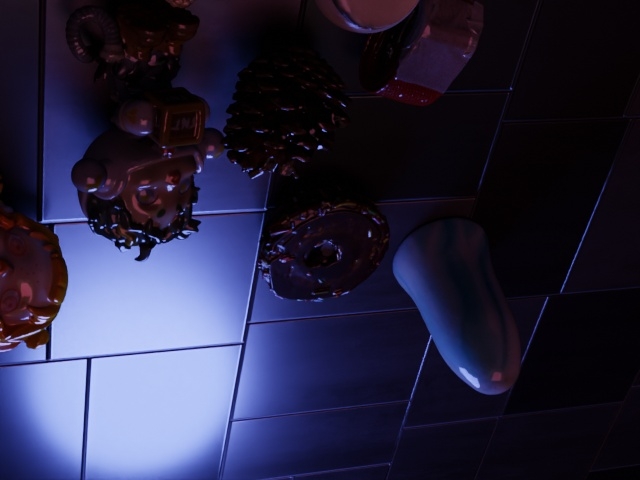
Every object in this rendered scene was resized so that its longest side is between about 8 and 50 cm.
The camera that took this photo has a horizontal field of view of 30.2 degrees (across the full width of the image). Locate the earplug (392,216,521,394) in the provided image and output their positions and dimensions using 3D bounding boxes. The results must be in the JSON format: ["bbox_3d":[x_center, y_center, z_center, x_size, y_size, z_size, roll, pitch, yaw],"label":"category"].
[{"bbox_3d":[0.261,0.130,2.069,0.185,0.324,0.185,-10,134,-11],"label":"earplug"}]

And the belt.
[{"bbox_3d":[0.156,-0.293,1.764,0.124,0.128,0.201,11,130,-31],"label":"belt"}]

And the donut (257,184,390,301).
[{"bbox_3d":[0.000,0.000,2.010,0.235,0.089,0.235,-11,136,-11],"label":"donut"}]

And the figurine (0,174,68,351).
[{"bbox_3d":[-0.515,0.052,1.762,0.196,0.320,0.323,-7,162,42],"label":"figurine"}]

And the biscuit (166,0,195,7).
[{"bbox_3d":[-0.158,-0.386,1.584,0.168,0.082,0.070,-43,134,20],"label":"biscuit"}]

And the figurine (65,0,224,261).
[{"bbox_3d":[-0.245,-0.147,1.715,0.261,0.186,0.381,-7,129,-30],"label":"figurine"}]

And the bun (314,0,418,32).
[{"bbox_3d":[0.057,-0.376,1.652,0.173,0.120,0.172,-10,111,-28],"label":"bun"}]

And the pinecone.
[{"bbox_3d":[-0.055,-0.185,1.733,0.204,0.179,0.184,-57,164,-4],"label":"pinecone"}]
